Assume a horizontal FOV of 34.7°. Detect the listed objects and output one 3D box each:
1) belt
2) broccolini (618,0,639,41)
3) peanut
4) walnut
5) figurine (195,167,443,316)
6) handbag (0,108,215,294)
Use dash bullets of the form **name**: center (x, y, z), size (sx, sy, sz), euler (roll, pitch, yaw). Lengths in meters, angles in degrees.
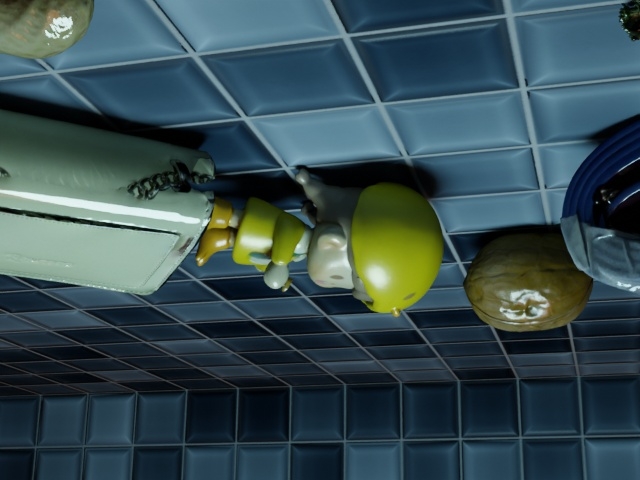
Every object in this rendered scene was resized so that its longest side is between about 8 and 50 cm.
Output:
- **belt**: center (0.449, -0.052, 1.181), size (0.117, 0.212, 0.347), euler (13, 154, -38)
- **broccolini**: center (0.401, -0.232, 0.935), size (0.254, 0.071, 0.058), euler (-11, 118, 15)
- **peanut**: center (-0.310, -0.210, 0.928), size (0.227, 0.086, 0.104), euler (-2, 153, 14)
- **walnut**: center (0.331, 0.066, 1.640), size (0.207, 0.167, 0.167), euler (-6, 161, 15)
- **figurine**: center (0.000, 0.000, 1.427), size (0.343, 0.187, 0.215), euler (7, 171, -1)
- **handbag**: center (-0.339, -0.059, 1.286), size (0.358, 0.160, 0.236), euler (9, 155, -27)
